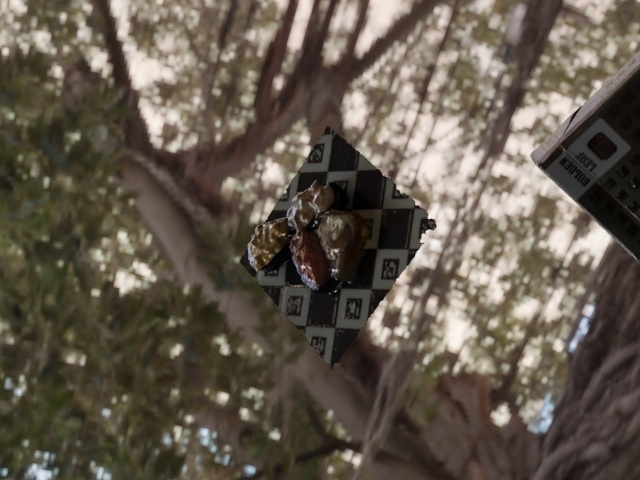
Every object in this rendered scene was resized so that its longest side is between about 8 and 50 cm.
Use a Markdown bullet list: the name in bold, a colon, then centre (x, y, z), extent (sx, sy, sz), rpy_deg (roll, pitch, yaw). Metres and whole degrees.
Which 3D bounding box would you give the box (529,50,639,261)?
- **box**: centre (0.413, -0.145, 1.579), extent (0.180, 0.325, 0.047), rpy_deg (41, -164, -18)

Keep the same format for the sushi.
- **sushi**: centre (0.000, 0.000, 0.919), extent (0.026, 0.120, 0.126), rpy_deg (18, -159, -47)
